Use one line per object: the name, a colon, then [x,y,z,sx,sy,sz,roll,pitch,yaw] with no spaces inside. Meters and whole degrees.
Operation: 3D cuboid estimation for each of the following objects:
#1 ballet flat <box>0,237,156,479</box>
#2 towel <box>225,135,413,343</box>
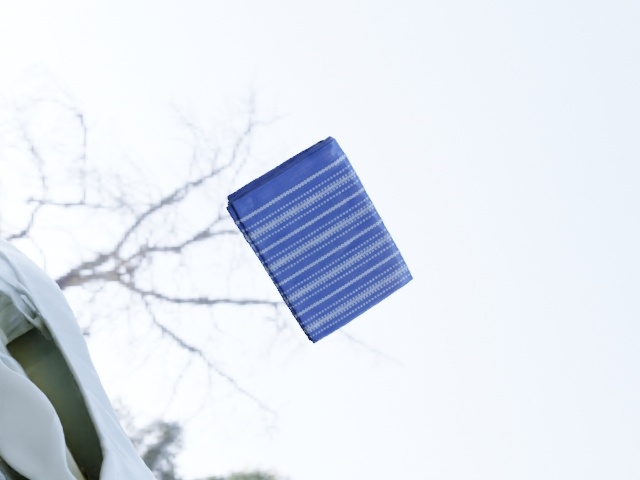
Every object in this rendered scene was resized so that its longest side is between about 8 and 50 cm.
ballet flat: [-0.257,0.099,0.944,0.400,0.139,0.139,49,-52,31]
towel: [0.000,0.000,2.168,0.336,0.243,0.040,60,-6,-20]
